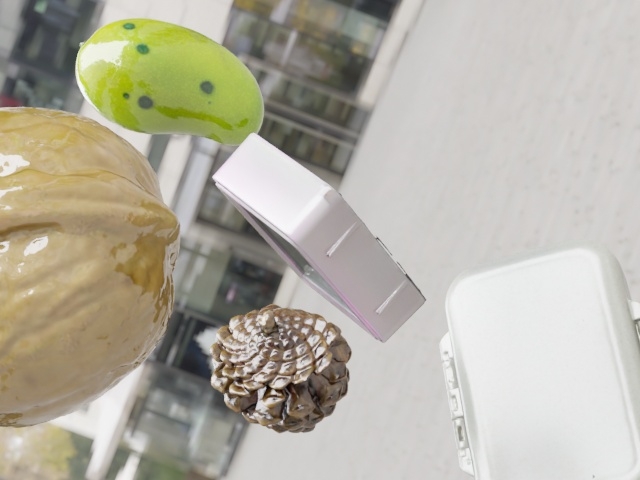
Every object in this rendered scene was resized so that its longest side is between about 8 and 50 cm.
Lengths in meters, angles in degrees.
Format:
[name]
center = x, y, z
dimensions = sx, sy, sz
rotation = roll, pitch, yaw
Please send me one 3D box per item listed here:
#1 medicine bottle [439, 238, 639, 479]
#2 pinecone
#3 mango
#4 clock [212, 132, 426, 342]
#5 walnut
[medicine bottle]
center = 0.310, 0.192, 1.789
dimensions = 0.123, 0.282, 0.375
rotation = 46, -148, -56
[pinecone]
center = -0.045, 0.173, 1.819
dimensions = 0.169, 0.185, 0.212
rotation = -60, -28, -5
[mango]
center = -0.221, -0.234, 2.022
dimensions = 0.143, 0.293, 0.175
rotation = 158, 128, -73
[clock]
center = 0.000, 0.000, 1.285
dimensions = 0.063, 0.197, 0.150
rotation = -47, 45, -6
[walnut]
center = -0.290, 0.022, 1.291
dimensions = 0.333, 0.333, 0.333
rotation = -159, 90, -88
